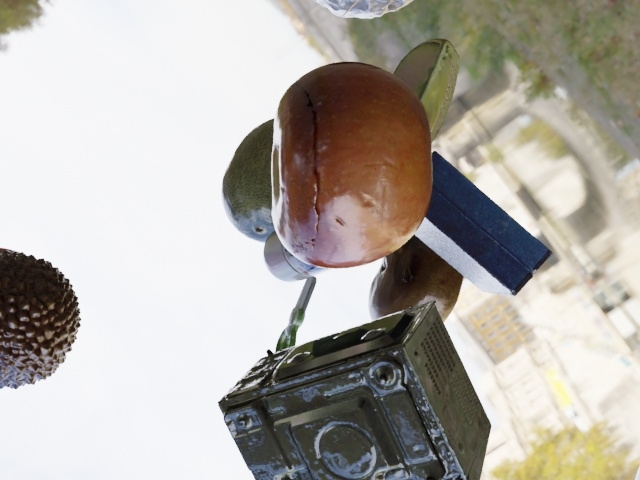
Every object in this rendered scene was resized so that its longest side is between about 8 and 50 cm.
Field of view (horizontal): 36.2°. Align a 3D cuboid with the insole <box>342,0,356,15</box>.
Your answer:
[{"bbox_3d":[0.089,-0.462,1.794,0.005,0.086,0.253,43,165,-7],"label":"insole"}]

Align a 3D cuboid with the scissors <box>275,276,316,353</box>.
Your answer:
[{"bbox_3d":[-0.053,0.174,2.176,0.027,0.204,0.101,18,-170,-19],"label":"scissors"}]

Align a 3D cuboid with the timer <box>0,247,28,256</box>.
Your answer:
[{"bbox_3d":[-0.861,0.205,2.552,0.279,0.378,0.378,36,-179,29],"label":"timer"}]

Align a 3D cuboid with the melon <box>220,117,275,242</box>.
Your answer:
[{"bbox_3d":[-0.103,-0.144,2.312,0.248,0.248,0.329,47,-132,-34],"label":"melon"}]

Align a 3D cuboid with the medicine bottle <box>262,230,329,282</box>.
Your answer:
[{"bbox_3d":[0.000,0.000,2.023,0.130,0.341,0.130,10,-109,-32],"label":"medicine bottle"}]

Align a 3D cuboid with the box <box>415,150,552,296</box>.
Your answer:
[{"bbox_3d":[0.252,-0.026,1.743,0.261,0.116,0.279,42,179,0],"label":"box"}]

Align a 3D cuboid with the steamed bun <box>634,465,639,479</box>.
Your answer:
[{"bbox_3d":[0.749,0.493,1.816,0.324,0.206,0.324,39,-177,-3],"label":"steamed bun"}]

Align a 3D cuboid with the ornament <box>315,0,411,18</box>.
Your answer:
[{"bbox_3d":[0.082,-0.632,2.068,0.337,0.337,0.337,51,-169,-14],"label":"ornament"}]

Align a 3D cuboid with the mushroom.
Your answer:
[{"bbox_3d":[0.279,0.103,2.542,0.259,0.345,0.345,16,-154,-20],"label":"mushroom"}]

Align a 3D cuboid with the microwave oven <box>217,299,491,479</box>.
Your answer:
[{"bbox_3d":[0.067,0.337,1.787,0.333,0.394,0.247,64,-155,-10],"label":"microwave oven"}]

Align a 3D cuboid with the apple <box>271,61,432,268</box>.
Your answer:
[{"bbox_3d":[0.037,-0.099,1.305,0.251,0.206,0.272,173,96,-78],"label":"apple"}]

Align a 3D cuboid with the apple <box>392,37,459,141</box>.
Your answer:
[{"bbox_3d":[0.226,-0.317,2.206,0.120,0.265,0.193,18,170,26],"label":"apple"}]

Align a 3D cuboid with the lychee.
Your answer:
[{"bbox_3d":[-0.659,0.170,2.087,0.306,0.306,0.330,52,175,-10],"label":"lychee"}]
